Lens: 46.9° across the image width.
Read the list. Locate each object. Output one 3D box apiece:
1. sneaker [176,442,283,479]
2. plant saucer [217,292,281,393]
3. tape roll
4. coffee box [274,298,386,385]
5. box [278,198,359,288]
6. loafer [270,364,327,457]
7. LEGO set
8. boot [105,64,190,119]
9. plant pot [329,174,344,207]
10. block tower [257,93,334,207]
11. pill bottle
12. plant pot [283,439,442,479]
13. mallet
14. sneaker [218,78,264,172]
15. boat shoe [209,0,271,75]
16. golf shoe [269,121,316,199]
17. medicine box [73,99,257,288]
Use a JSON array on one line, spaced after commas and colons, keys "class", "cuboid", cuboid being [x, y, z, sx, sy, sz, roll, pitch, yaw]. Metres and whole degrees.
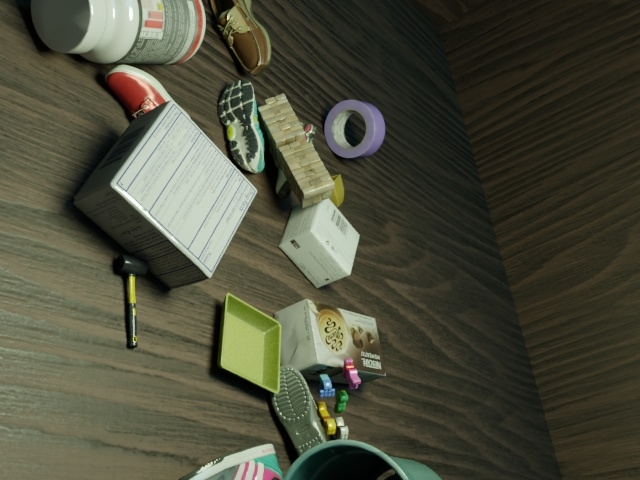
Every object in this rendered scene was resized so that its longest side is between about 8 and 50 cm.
[{"class": "sneaker", "cuboid": [-0.161, 0.511, 1.430, 0.295, 0.124, 0.178, 5, 55, -57]}, {"class": "plant saucer", "cuboid": [-0.169, 0.242, 1.682, 0.188, 0.045, 0.188, 36, 41, -39]}, {"class": "tape roll", "cuboid": [0.113, -0.365, 2.425, 0.080, 0.189, 0.189, -11, 77, -59]}, {"class": "coffee box", "cuboid": [0.028, 0.270, 1.892, 0.297, 0.119, 0.168, 22, 50, -48]}, {"class": "box", "cuboid": [0.000, 0.000, 2.049, 0.181, 0.119, 0.182, 49, 34, -25]}, {"class": "loafer", "cuboid": [-0.050, 0.413, 1.719, 0.087, 0.094, 0.251, 86, -15, -77]}, {"class": "LEGO set", "cuboid": [0.036, 0.406, 1.758, 0.087, 0.227, 0.093, -2, 24, -19]}, {"class": "boot", "cuboid": [-0.396, -0.270, 1.675, 0.244, 0.088, 0.176, 41, 39, -40]}, {"class": "plant pot", "cuboid": [0.028, -0.141, 2.242, 0.083, 0.081, 0.081, 67, 29, -17]}, {"class": "block tower", "cuboid": [-0.072, -0.242, 2.011, 0.097, 0.091, 0.335, 88, -22, -59]}, {"class": "pill bottle", "cuboid": [-0.441, -0.500, 1.647, 0.363, 0.210, 0.210, -23, 87, -60]}, {"class": "plant pot", "cuboid": [0.126, 0.612, 1.614, 0.334, 0.341, 0.341, 25, 47, -57]}, {"class": "mallet", "cuboid": [-0.369, 0.121, 1.476, 0.062, 0.039, 0.189, 9, 65, -51]}, {"class": "sneaker", "cuboid": [-0.208, -0.308, 2.007, 0.110, 0.107, 0.275, 43, 36, -67]}, {"class": "boat shoe", "cuboid": [-0.250, -0.624, 2.144, 0.120, 0.122, 0.324, 3, 57, -51]}, {"class": "golf shoe", "cuboid": [-0.101, -0.234, 2.114, 0.120, 0.105, 0.272, 20, 55, -7]}, {"class": "medicine box", "cuboid": [-0.315, -0.092, 1.554, 0.289, 0.149, 0.263, 48, 47, -28]}]
